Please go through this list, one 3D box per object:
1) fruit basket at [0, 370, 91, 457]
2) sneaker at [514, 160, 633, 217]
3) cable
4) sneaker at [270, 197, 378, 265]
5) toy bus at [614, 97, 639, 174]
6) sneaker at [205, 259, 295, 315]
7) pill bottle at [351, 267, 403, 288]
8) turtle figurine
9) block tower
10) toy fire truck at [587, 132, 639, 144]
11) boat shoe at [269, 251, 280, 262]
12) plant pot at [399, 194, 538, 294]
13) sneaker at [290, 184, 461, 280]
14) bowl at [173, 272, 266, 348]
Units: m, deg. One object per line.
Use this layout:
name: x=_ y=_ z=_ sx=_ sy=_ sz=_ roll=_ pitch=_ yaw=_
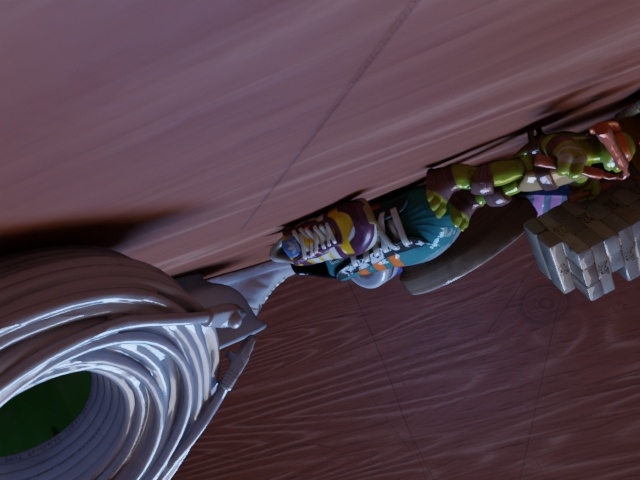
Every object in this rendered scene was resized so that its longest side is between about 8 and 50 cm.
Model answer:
fruit basket: x=-0.416 y=0.192 z=0.516 sx=0.393 sy=0.282 sz=0.392 roll=12 pitch=-156 yaw=-5
sneaker: x=0.373 y=-0.086 z=0.827 sx=0.112 sy=0.131 sz=0.319 roll=-64 pitch=-171 yaw=-15
cable: x=-0.189 y=0.123 z=0.358 sx=0.257 sy=0.089 sz=0.257 roll=-60 pitch=145 yaw=-2
sneaker: x=0.000 y=0.000 z=0.663 sx=0.084 sy=0.069 sz=0.185 roll=-18 pitch=174 yaw=-28
toy bus: x=0.437 y=-0.138 z=0.563 sx=0.191 sy=0.104 sz=0.202 roll=-17 pitch=176 yaw=-35
sneaker: x=-0.158 y=0.123 z=1.235 sx=0.290 sy=0.122 sz=0.106 roll=-17 pitch=174 yaw=-41
pill bottle: x=0.135 y=0.003 z=0.975 sx=0.187 sy=0.111 sz=0.112 roll=-26 pitch=-179 yaw=-37
turtle figurine: x=0.226 y=-0.077 z=0.554 sx=0.218 sy=0.087 sz=0.270 roll=-15 pitch=171 yaw=32
block tower: x=0.430 y=-0.051 z=0.638 sx=0.336 sy=0.097 sz=0.091 roll=-31 pitch=-145 yaw=6
toy fire truck: x=0.496 y=-0.175 z=0.754 sx=0.192 sy=0.047 sz=0.135 roll=-19 pitch=176 yaw=16
boat shoe: x=-0.043 y=0.013 z=0.900 sx=0.100 sy=0.035 sz=0.035 roll=-25 pitch=176 yaw=-22
plant pot: x=0.210 y=-0.023 z=0.839 sx=0.237 sy=0.109 sz=0.237 roll=-36 pitch=-179 yaw=1
sneaker: x=0.068 y=0.005 z=0.765 sx=0.121 sy=0.108 sz=0.302 roll=-15 pitch=172 yaw=-38
bowl: x=-0.256 y=0.142 z=0.920 sx=0.298 sy=0.133 sz=0.298 roll=-19 pitch=175 yaw=-2
